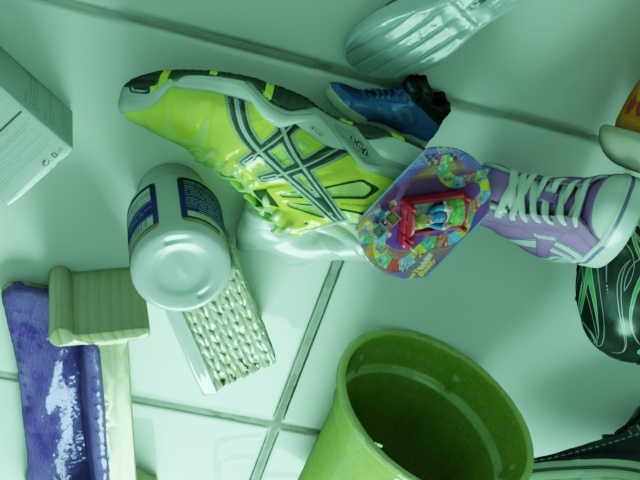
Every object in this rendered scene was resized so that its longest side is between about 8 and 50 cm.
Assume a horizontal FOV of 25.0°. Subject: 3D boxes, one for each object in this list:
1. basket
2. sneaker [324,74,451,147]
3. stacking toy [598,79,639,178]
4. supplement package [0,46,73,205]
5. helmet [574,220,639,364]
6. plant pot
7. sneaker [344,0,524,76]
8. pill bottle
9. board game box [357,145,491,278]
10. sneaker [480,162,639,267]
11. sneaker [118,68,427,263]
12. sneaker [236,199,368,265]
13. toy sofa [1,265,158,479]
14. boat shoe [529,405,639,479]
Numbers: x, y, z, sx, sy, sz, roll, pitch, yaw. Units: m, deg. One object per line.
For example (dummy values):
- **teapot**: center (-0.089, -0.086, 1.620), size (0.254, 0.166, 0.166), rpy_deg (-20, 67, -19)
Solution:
- **basket**: center (-0.130, 0.085, 1.753), size (0.103, 0.113, 0.167), rpy_deg (-20, 120, -2)
- **sneaker**: center (0.083, -0.168, 1.673), size (0.152, 0.058, 0.084), rpy_deg (25, 118, -26)
- **stacking toy**: center (0.536, -0.265, 1.609), size (0.350, 0.350, 0.480), rpy_deg (13, 97, -16)
- **supplement package**: center (-0.371, -0.146, 1.584), size (0.105, 0.105, 0.179), rpy_deg (-40, 117, 13)
- **helmet**: center (0.398, 0.056, 1.804), size (0.169, 0.169, 0.161), rpy_deg (-6, 137, -6)
- **plant pot**: center (0.090, 0.298, 1.845), size (0.276, 0.276, 0.254), rpy_deg (19, 126, -19)
- **sneaker**: center (0.140, -0.268, 1.615), size (0.258, 0.091, 0.094), rpy_deg (-25, 128, 29)
- **pill bottle**: center (-0.165, -0.011, 1.647), size (0.112, 0.187, 0.112), rpy_deg (-4, 120, -7)
- **board game box**: center (0.127, -0.022, 1.635), size (0.169, 0.033, 0.133), rpy_deg (-46, 126, 5)
- **sneaker**: center (0.257, -0.039, 1.668), size (0.161, 0.282, 0.102), rpy_deg (25, 76, -11)
- **sneaker**: center (-0.047, -0.086, 1.625), size (0.384, 0.145, 0.147), rpy_deg (18, 84, -14)
- **sneaker**: center (0.000, 0.000, 1.757), size (0.212, 0.080, 0.094), rpy_deg (13, 130, -11)
- **toy sofa**: center (-0.291, 0.220, 1.779), size (0.177, 0.150, 0.362), rpy_deg (-4, 120, -9)
- **boat shoe**: center (0.440, 0.324, 1.954), size (0.500, 0.156, 0.187), rpy_deg (-5, 126, -11)
